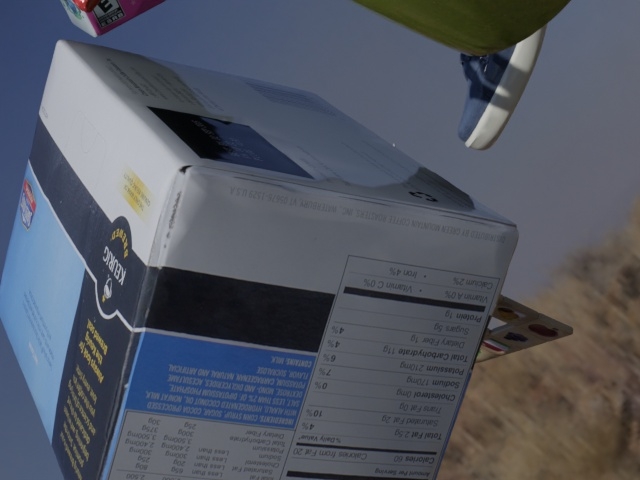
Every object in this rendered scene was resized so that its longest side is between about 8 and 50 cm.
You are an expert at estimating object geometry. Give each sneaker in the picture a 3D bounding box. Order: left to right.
[{"bbox_3d":[0.147,-0.266,1.218,0.131,0.148,0.350,-116,38,-87],"label":"sneaker"}]

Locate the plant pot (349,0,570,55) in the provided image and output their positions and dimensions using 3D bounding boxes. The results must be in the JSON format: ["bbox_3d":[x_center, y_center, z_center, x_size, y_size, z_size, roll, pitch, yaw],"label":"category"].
[{"bbox_3d":[0.054,-0.271,0.867,0.274,0.293,0.275,-35,31,25],"label":"plant pot"}]

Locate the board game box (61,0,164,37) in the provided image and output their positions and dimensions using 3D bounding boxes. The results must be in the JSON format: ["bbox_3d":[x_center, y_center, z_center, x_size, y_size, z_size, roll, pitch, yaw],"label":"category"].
[{"bbox_3d":[-0.190,-0.375,1.176,0.224,0.303,0.097,-31,26,-11],"label":"board game box"}]

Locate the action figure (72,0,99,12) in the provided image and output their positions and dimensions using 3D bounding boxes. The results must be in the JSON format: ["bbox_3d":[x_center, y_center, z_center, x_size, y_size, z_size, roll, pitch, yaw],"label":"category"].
[{"bbox_3d":[-0.270,-0.293,0.980,0.139,0.280,0.091,-63,-15,-9],"label":"action figure"}]

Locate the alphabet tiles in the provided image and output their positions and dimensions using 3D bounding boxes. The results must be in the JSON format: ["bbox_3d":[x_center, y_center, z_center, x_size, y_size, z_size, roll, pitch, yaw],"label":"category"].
[{"bbox_3d":[0.086,0.060,1.213,0.198,0.237,0.009,-29,40,60],"label":"alphabet tiles"}]

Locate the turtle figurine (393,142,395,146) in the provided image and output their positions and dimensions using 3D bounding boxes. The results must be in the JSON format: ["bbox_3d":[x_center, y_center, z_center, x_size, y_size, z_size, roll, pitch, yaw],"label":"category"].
[{"bbox_3d":[0.000,0.000,1.315,0.118,0.175,0.234,35,-114,-78],"label":"turtle figurine"}]

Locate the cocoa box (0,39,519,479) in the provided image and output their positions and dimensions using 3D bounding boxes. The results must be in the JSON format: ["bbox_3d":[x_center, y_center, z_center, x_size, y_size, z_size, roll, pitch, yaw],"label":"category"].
[{"bbox_3d":[-0.069,0.024,0.884,0.347,0.231,0.228,42,119,60],"label":"cocoa box"}]
